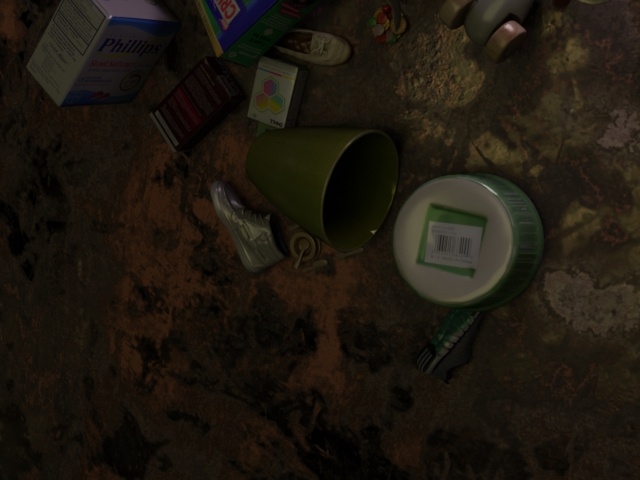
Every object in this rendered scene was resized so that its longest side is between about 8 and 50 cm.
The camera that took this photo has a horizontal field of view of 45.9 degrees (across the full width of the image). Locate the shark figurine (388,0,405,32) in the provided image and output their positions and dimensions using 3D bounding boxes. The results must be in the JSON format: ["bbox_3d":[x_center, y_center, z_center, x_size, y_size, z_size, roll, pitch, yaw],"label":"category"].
[{"bbox_3d":[0.149,-0.536,1.595,0.166,0.278,0.116,-35,123,3],"label":"shark figurine"}]

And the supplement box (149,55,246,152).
[{"bbox_3d":[-0.316,-0.345,1.931,0.239,0.073,0.130,-36,83,31],"label":"supplement box"}]

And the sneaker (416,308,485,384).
[{"bbox_3d":[0.317,0.222,1.706,0.098,0.083,0.223,32,106,-22],"label":"sneaker"}]

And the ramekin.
[{"bbox_3d":[0.298,0.002,1.579,0.303,0.148,0.303,0,89,29],"label":"ramekin"}]

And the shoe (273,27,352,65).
[{"bbox_3d":[-0.031,-0.451,1.754,0.219,0.058,0.076,18,109,26],"label":"shoe"}]

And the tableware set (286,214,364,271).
[{"bbox_3d":[0.000,0.000,1.843,0.194,0.039,0.128,-21,89,31],"label":"tableware set"}]

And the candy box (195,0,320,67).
[{"bbox_3d":[-0.139,-0.598,1.715,0.317,0.122,0.268,-37,65,31],"label":"candy box"}]

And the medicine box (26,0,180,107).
[{"bbox_3d":[-0.548,-0.496,1.920,0.149,0.263,0.289,49,120,11],"label":"medicine box"}]

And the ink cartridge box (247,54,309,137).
[{"bbox_3d":[-0.109,-0.330,1.822,0.109,0.062,0.209,24,112,22],"label":"ink cartridge box"}]

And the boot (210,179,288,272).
[{"bbox_3d":[-0.172,-0.052,1.911,0.123,0.095,0.258,-24,97,25],"label":"boot"}]

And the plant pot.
[{"bbox_3d":[-0.020,-0.152,1.714,0.293,0.275,0.274,23,111,34],"label":"plant pot"}]

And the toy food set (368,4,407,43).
[{"bbox_3d":[0.148,-0.477,1.670,0.082,0.020,0.083,-40,81,30],"label":"toy food set"}]

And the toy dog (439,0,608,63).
[{"bbox_3d":[0.399,-0.488,1.476,0.334,0.161,0.220,-26,84,16],"label":"toy dog"}]
